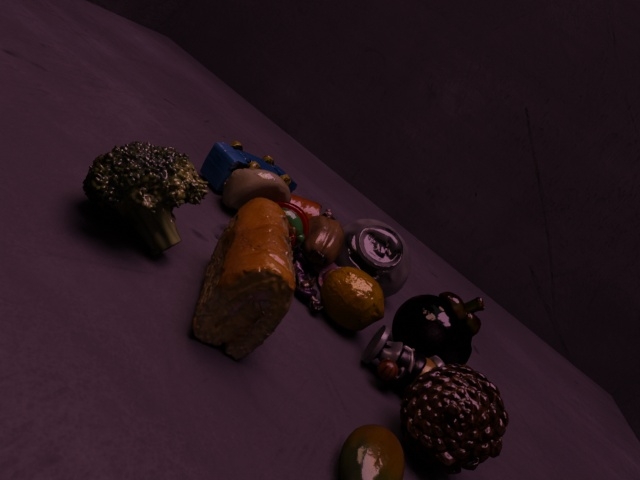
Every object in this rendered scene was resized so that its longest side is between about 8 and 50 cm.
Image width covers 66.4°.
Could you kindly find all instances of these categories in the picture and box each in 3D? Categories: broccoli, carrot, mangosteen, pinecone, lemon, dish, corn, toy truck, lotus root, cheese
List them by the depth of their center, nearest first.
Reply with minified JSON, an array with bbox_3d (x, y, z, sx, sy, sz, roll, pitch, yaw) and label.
[{"bbox_3d":[-0.390,-0.118,1.113,0.260,0.235,0.288,38,13,-1],"label":"broccoli"},{"bbox_3d":[0.303,0.402,1.140,0.243,0.243,0.257,40,8,7],"label":"pinecone"},{"bbox_3d":[0.091,0.170,1.435,0.193,0.180,0.180,38,17,-9],"label":"lemon"},{"bbox_3d":[0.374,0.270,1.503,0.275,0.302,0.275,50,10,-13],"label":"mangosteen"},{"bbox_3d":[0.058,0.123,1.625,0.189,0.074,0.286,-14,38,-43],"label":"cheese"},{"bbox_3d":[0.000,0.000,1.656,0.154,0.140,0.257,17,34,2],"label":"lotus root"},{"bbox_3d":[0.203,0.040,1.792,0.324,0.124,0.324,10,57,-16],"label":"dish"},{"bbox_3d":[-0.122,-0.111,1.794,0.225,0.159,0.159,29,19,-14],"label":"carrot"},{"bbox_3d":[-0.257,-0.241,1.831,0.161,0.162,0.385,47,18,28],"label":"toy truck"},{"bbox_3d":[0.090,0.018,1.929,0.363,0.120,0.120,40,17,15],"label":"corn"}]

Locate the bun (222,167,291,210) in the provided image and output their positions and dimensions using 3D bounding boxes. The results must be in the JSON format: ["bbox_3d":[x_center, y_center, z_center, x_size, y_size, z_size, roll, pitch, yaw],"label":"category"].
[{"bbox_3d":[-0.218,-0.169,1.652,0.229,0.229,0.145,23,42,-40],"label":"bun"}]

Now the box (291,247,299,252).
[{"bbox_3d":[-0.092,0.027,1.714,0.046,0.012,0.083,26,21,-29],"label":"box"}]

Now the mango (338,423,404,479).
[{"bbox_3d":[0.097,0.427,0.923,0.130,0.092,0.194,39,26,-3],"label":"mango"}]

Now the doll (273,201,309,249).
[{"bbox_3d":[-0.126,-0.045,1.549,0.183,0.160,0.363,-3,7,6],"label":"doll"}]

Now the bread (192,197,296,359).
[{"bbox_3d":[-0.156,0.062,1.108,0.165,0.236,0.375,34,17,-19],"label":"bread"}]

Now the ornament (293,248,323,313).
[{"bbox_3d":[-0.045,0.135,1.443,0.203,0.088,0.081,62,3,28],"label":"ornament"}]

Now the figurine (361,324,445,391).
[{"bbox_3d":[0.237,0.351,1.323,0.236,0.133,0.176,35,26,1],"label":"figurine"}]
